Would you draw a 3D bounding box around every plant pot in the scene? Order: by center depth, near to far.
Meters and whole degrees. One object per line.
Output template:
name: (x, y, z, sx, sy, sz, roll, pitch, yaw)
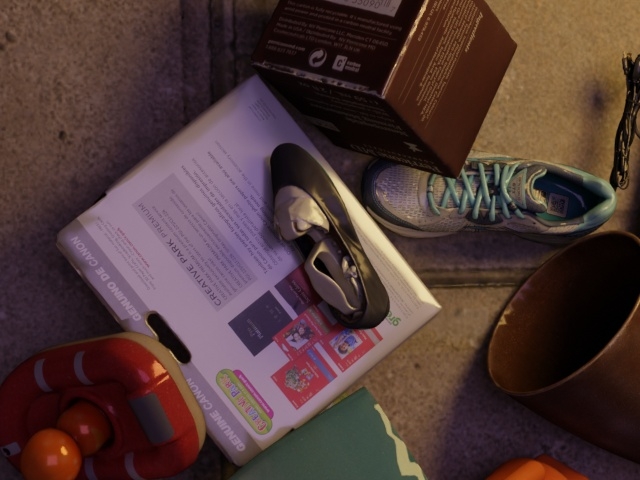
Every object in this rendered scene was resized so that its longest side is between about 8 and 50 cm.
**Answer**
plant pot: (-0.022, 0.292, 1.762, 0.234, 0.165, 0.165, -26, 69, -21)
plant pot: (0.335, 0.143, 1.912, 0.230, 0.215, 0.215, 41, 76, -23)

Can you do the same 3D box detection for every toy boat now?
toy boat: (-0.234, 0.186, 1.723, 0.151, 0.231, 0.151, -41, 110, -46)

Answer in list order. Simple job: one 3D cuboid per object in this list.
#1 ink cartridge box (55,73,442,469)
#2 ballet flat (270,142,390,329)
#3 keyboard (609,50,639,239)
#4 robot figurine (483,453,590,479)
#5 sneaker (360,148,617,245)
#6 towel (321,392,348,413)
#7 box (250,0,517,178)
ink cartridge box: (-0.084, 0.038, 1.827, 0.272, 0.130, 0.309, -38, 92, -15)
ballet flat: (0.000, 0.000, 1.742, 0.074, 0.074, 0.203, -30, 92, -15)
keyboard: (0.400, -0.098, 1.997, 0.201, 0.033, 0.317, 18, 79, -31)
robot figurine: (0.196, 0.314, 1.866, 0.219, 0.158, 0.128, -33, 88, -39)
sneaker: (0.185, -0.058, 1.917, 0.283, 0.122, 0.110, 3, 84, -15)
towel: (-0.017, 0.165, 1.901, 0.083, 0.009, 0.060, 34, 77, -10)
box: (0.069, -0.192, 1.828, 0.168, 0.203, 0.167, 17, 77, 33)
